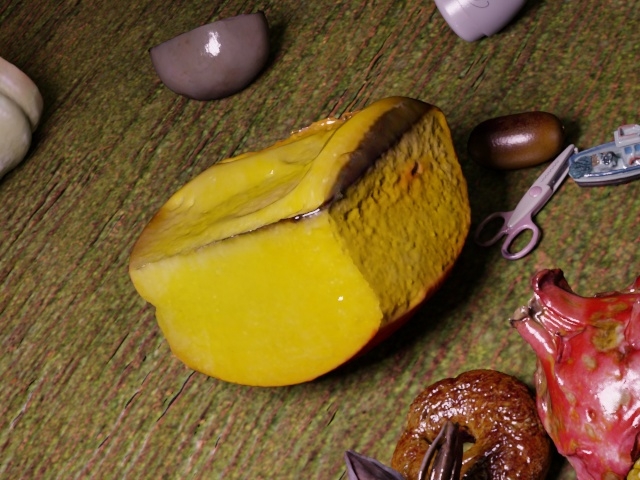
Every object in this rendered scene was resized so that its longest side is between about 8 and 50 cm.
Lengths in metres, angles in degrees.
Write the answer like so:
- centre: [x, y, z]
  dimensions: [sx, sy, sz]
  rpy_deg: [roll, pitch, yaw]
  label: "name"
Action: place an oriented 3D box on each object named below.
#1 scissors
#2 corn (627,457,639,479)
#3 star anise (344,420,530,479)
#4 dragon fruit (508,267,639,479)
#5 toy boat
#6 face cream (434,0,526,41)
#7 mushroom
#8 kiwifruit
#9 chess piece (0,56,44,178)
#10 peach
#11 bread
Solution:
- centre: [0.263, -0.050, 1.581]
  dimensions: [0.085, 0.022, 0.176]
  rpy_deg: [26, 69, 44]
  label: "scissors"
- centre: [0.417, 0.293, 1.121]
  dimensions: [0.344, 0.131, 0.131]
  rpy_deg: [23, 64, 40]
  label: "corn"
- centre: [0.105, 0.289, 1.275]
  dimensions: [0.229, 0.093, 0.236]
  rpy_deg: [48, 115, 12]
  label: "star anise"
- centre: [0.291, 0.104, 1.310]
  dimensions: [0.211, 0.134, 0.262]
  rpy_deg: [25, 61, 26]
  label: "dragon fruit"
- centre: [0.365, -0.107, 1.550]
  dimensions: [0.140, 0.066, 0.059]
  rpy_deg: [-11, 43, 16]
  label: "toy boat"
- centre: [0.220, -0.341, 1.792]
  dimensions: [0.104, 0.117, 0.117]
  rpy_deg: [-33, 41, 24]
  label: "face cream"
- centre: [-0.161, -0.268, 1.931]
  dimensions: [0.188, 0.141, 0.117]
  rpy_deg: [-13, 80, 23]
  label: "mushroom"
- centre: [0.246, -0.125, 1.622]
  dimensions: [0.124, 0.075, 0.075]
  rpy_deg: [-12, 47, 23]
  label: "kiwifruit"
- centre: [-0.585, -0.062, 1.900]
  dimensions: [0.234, 0.234, 0.442]
  rpy_deg: [-3, 55, 24]
  label: "chess piece"
- centre: [0.000, 0.000, 1.521]
  dimensions: [0.380, 0.242, 0.306]
  rpy_deg: [-25, 21, 24]
  label: "peach"
- centre: [0.159, 0.217, 1.368]
  dimensions: [0.193, 0.064, 0.193]
  rpy_deg: [-17, 45, 17]
  label: "bread"
